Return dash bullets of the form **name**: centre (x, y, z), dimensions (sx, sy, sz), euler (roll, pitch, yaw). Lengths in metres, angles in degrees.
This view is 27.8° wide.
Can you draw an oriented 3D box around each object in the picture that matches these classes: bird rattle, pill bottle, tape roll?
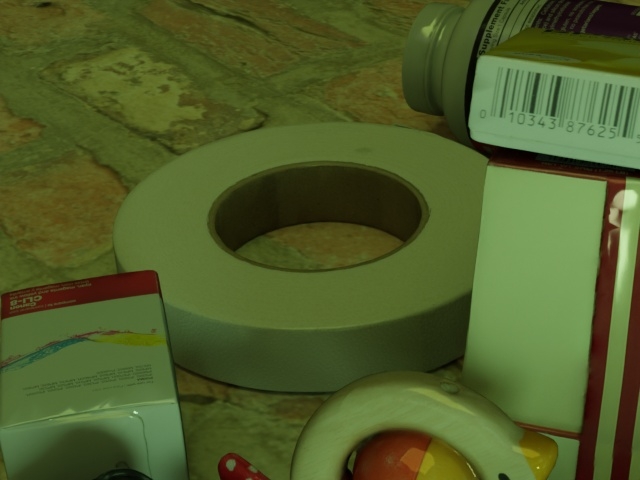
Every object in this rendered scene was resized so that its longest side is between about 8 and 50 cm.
- **bird rattle**: centre (0.050, 0.176, 0.823), dimensions (0.253, 0.207, 0.143), euler (25, 22, 24)
- **pill bottle**: centre (0.257, -0.168, 1.375), dimensions (0.323, 0.181, 0.181), euler (14, 35, 27)
- **tape roll**: centre (0.000, 0.000, 1.225), dimensions (0.392, 0.072, 0.392), euler (-2, 30, 1)

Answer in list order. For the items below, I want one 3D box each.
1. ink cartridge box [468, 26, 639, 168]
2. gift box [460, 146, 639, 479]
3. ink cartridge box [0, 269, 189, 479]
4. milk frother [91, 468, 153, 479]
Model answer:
- **ink cartridge box**: centre (0.282, -0.102, 0.925), dimensions (0.303, 0.072, 0.307), euler (9, 19, 14)
- **gift box**: centre (0.207, 0.063, 0.916), dimensions (0.255, 0.258, 0.276), euler (10, 18, 17)
- **ink cartridge box**: centre (-0.169, 0.128, 0.973), dimensions (0.127, 0.128, 0.176), euler (-8, 31, -8)
- **milk frother**: centre (-0.151, 0.236, 0.834), dimensions (0.135, 0.129, 0.143), euler (-24, 49, 37)
